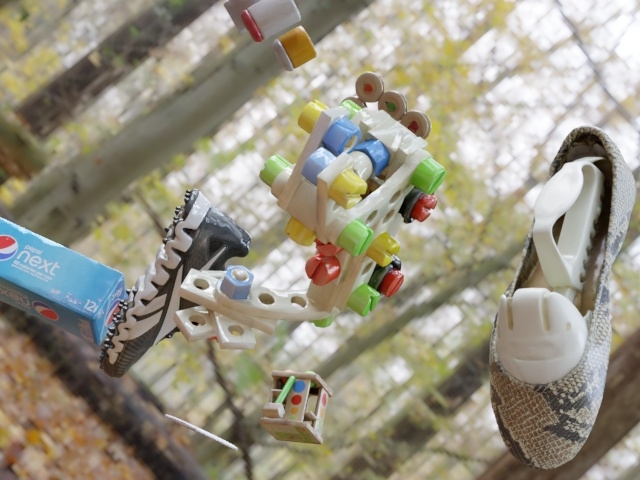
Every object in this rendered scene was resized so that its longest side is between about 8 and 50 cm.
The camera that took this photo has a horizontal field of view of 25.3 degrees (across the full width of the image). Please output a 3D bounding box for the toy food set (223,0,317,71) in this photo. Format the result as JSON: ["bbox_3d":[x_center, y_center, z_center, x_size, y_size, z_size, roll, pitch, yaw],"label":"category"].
[{"bbox_3d":[-0.106,-0.280,1.574,0.232,0.105,0.111,60,-3,9],"label":"toy food set"}]

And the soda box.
[{"bbox_3d":[-0.333,0.040,1.664,0.210,0.071,0.067,24,-30,12],"label":"soda box"}]

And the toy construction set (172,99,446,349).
[{"bbox_3d":[0.000,0.000,1.349,0.151,0.215,0.327,48,-47,10],"label":"toy construction set"}]

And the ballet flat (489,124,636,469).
[{"bbox_3d":[0.310,0.052,1.887,0.164,0.482,0.182,4,-30,25],"label":"ballet flat"}]

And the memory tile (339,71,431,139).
[{"bbox_3d":[0.055,-0.117,1.697,0.113,0.148,0.012,43,28,17],"label":"memory tile"}]

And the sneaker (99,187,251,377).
[{"bbox_3d":[-0.150,0.065,1.522,0.106,0.234,0.078,29,16,-11],"label":"sneaker"}]

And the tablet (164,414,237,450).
[{"bbox_3d":[-0.136,0.220,1.637,0.054,0.006,0.083,16,-14,40],"label":"tablet"}]

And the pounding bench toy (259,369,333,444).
[{"bbox_3d":[-0.028,0.160,1.446,0.052,0.065,0.083,2,-26,22],"label":"pounding bench toy"}]
